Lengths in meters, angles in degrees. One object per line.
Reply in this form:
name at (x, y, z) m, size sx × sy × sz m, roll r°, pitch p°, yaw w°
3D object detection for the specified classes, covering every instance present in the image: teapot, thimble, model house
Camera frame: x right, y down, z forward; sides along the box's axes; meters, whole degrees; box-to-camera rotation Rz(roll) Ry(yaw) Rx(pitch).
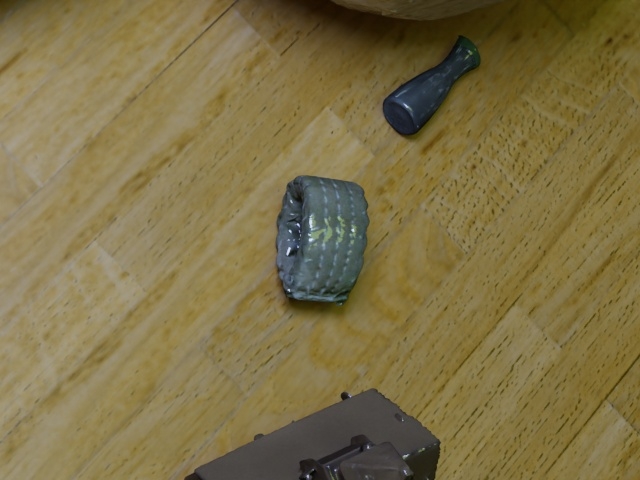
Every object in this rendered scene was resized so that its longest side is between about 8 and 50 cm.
teapot at (0.106, -0.145, 1.771) m, size 0.043 × 0.043 × 0.111 m, roll 49°, pitch 62°, yaw -5°
thimble at (0.000, 0.000, 1.667) m, size 0.062 × 0.084 × 0.110 m, roll 8°, pitch 87°, yaw -19°
model house at (0.025, 0.217, 1.533) m, size 0.181 × 0.248 × 0.176 m, roll -22°, pitch 87°, yaw -25°

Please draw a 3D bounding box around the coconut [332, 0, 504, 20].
coconut at (0.075, -0.361, 1.651) m, size 0.415 × 0.415 × 0.344 m, roll 19°, pitch 85°, yaw -18°
